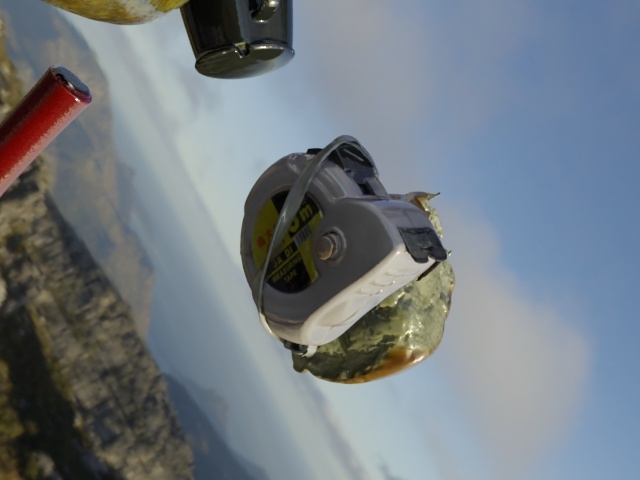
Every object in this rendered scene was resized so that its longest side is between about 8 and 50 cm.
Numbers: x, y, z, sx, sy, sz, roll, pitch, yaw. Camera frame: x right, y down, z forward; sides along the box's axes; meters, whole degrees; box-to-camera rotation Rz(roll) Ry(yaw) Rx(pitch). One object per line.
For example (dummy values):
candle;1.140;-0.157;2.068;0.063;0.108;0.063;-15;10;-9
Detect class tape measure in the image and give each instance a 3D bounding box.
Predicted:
tape measure;0.000;0.000;1.122;0.120;0.236;0.197;-1;58;-46

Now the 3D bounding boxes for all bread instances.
bread;0.069;0.078;1.628;0.225;0.250;0.279;68;31;-29

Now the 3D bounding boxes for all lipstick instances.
lipstick;-0.438;-0.151;1.544;0.080;0.241;0.080;43;13;-13

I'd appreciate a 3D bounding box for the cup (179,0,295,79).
cup;-0.109;-0.329;1.488;0.223;0.169;0.177;160;-76;-65

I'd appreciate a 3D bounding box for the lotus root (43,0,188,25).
lotus root;-0.298;-0.403;1.319;0.250;0.250;0.346;61;18;15
